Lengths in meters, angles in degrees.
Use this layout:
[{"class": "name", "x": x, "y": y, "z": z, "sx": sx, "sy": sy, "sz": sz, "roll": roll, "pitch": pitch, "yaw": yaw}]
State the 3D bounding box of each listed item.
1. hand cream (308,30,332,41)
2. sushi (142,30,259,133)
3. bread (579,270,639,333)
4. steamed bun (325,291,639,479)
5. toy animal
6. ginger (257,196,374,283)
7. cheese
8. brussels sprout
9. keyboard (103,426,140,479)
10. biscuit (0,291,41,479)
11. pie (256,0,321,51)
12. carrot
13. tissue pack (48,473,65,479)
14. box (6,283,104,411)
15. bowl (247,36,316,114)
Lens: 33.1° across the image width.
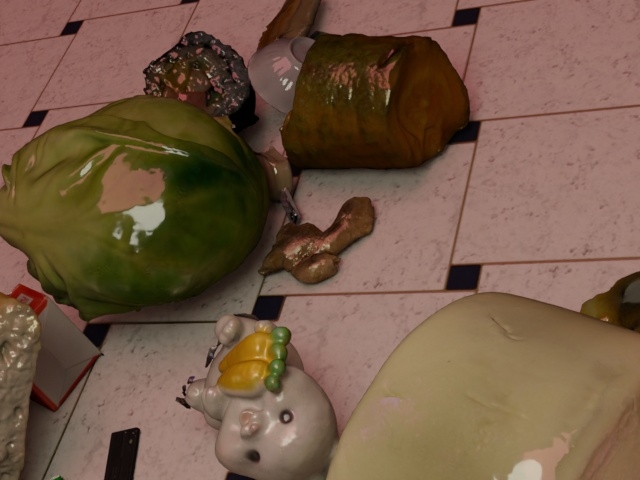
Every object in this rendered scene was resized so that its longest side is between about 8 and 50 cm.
[{"class": "hand cream", "x": 0.031, "y": -0.380, "z": 2.160, "sx": 0.086, "sy": 0.055, "sz": 0.235, "roll": -44, "pitch": 38, "yaw": -17}, {"class": "sushi", "x": -0.244, "y": -0.263, "z": 2.096, "sx": 0.238, "sy": 0.219, "sz": 0.225, "roll": -18, "pitch": 76, "yaw": -29}, {"class": "bread", "x": 0.457, "y": 0.120, "z": 1.440, "sx": 0.160, "sy": 0.088, "sz": 0.233, "roll": -37, "pitch": 42, "yaw": -5}, {"class": "steamed bun", "x": 0.214, "y": 0.264, "z": 1.273, "sx": 0.371, "sy": 0.290, "sz": 0.456, "roll": 18, "pitch": 61, "yaw": 40}, {"class": "toy animal", "x": -0.066, "y": 0.246, "z": 1.489, "sx": 0.183, "sy": 0.247, "sz": 0.310, "roll": -39, "pitch": 38, "yaw": -8}, {"class": "ginger", "x": -0.002, "y": -0.008, "z": 1.814, "sx": 0.133, "sy": 0.059, "sz": 0.214, "roll": 25, "pitch": 66, "yaw": 36}, {"class": "cheese", "x": -0.075, "y": -0.105, "z": 1.921, "sx": 0.047, "sy": 0.092, "sz": 0.171, "roll": -15, "pitch": 39, "yaw": -22}, {"class": "brussels sprout", "x": -0.276, "y": -0.062, "z": 1.774, "sx": 0.361, "sy": 0.342, "sz": 0.425, "roll": -1, "pitch": 25, "yaw": 46}, {"class": "keyboard", "x": -0.311, "y": 0.358, "z": 1.660, "sx": 0.053, "sy": 0.010, "sz": 0.155, "roll": -14, "pitch": 45, "yaw": 17}, {"class": "biscuit", "x": -0.603, "y": 0.260, "z": 1.690, "sx": 0.446, "sy": 0.104, "sz": 0.429, "roll": 19, "pitch": 101, "yaw": 39}, {"class": "pie", "x": -0.064, "y": -0.448, "z": 2.251, "sx": 0.128, "sy": 0.068, "sz": 0.282, "roll": -24, "pitch": 36, "yaw": 40}, {"class": "carrot", "x": 0.064, "y": -0.240, "z": 1.874, "sx": 0.340, "sy": 0.241, "sz": 0.241, "roll": 4, "pitch": 52, "yaw": 29}, {"class": "tissue pack", "x": -0.369, "y": 0.469, "z": 1.483, "sx": 0.156, "sy": 0.148, "sz": 0.209, "roll": -31, "pitch": 43, "yaw": -5}, {"class": "box", "x": -0.473, "y": 0.178, "z": 1.792, "sx": 0.099, "sy": 0.182, "sz": 0.133, "roll": 19, "pitch": 63, "yaw": 38}, {"class": "bowl", "x": -0.037, "y": -0.329, "z": 2.042, "sx": 0.189, "sy": 0.086, "sz": 0.189, "roll": 15, "pitch": 49, "yaw": -18}]
